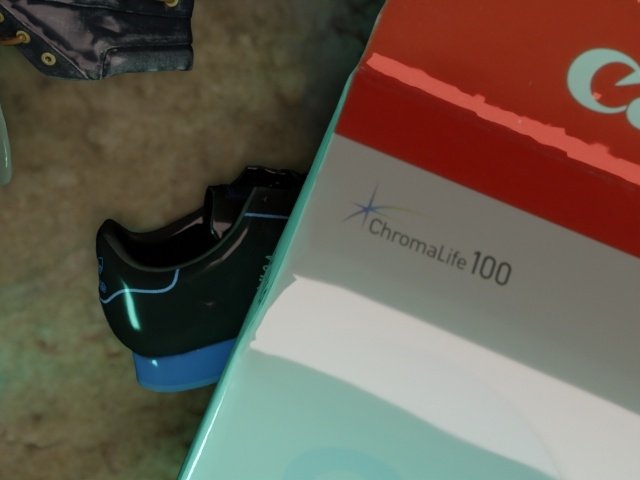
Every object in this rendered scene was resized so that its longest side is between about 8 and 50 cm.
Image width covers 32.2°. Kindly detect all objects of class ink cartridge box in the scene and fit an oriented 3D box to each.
[{"bbox_3d":[0.129,0.047,0.485,0.308,0.091,0.385,22,113,-4],"label":"ink cartridge box"}]

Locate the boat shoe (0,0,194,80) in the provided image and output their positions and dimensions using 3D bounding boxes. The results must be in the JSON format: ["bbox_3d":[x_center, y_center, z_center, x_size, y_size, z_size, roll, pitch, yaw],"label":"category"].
[{"bbox_3d":[-0.147,-0.115,0.517,0.183,0.065,0.083,-3,103,-13],"label":"boat shoe"}]

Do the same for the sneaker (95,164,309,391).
[{"bbox_3d":[0.000,0.000,0.569,0.232,0.081,0.090,-20,114,-6],"label":"sneaker"}]

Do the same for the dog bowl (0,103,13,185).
[{"bbox_3d":[-0.293,0.006,0.412,0.349,0.102,0.348,-30,136,-33],"label":"dog bowl"}]
